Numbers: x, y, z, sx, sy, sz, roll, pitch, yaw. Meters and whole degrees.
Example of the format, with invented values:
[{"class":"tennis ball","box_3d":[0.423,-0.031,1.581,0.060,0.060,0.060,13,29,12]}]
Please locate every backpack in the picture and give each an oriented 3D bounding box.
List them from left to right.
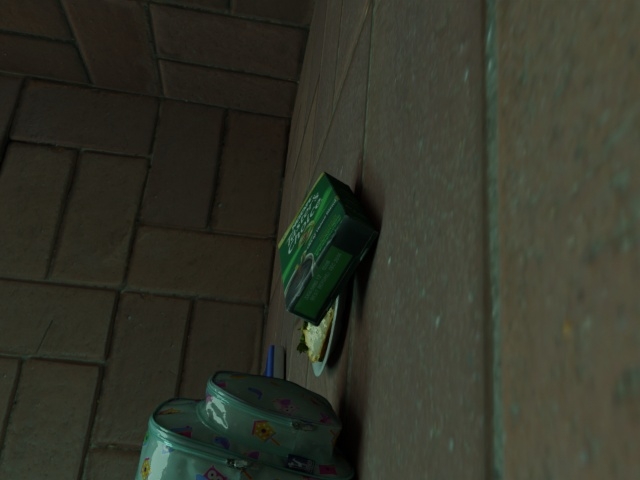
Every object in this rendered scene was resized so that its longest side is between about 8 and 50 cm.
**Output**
[{"class":"backpack","box_3d":[-0.071,0.198,0.524,0.166,0.188,0.144,164,113,-84]}]

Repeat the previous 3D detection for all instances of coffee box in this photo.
[{"class":"coffee box","box_3d":[0.000,0.000,0.603,0.113,0.040,0.184,-58,15,15]}]

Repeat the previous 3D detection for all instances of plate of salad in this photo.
[{"class":"plate of salad","box_3d":[-0.002,0.064,0.698,0.200,0.048,0.200,-173,90,-84]}]

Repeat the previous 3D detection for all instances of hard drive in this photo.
[{"class":"hard drive","box_3d":[-0.113,0.413,1.267,0.318,0.040,0.210,-97,16,-64]}]
